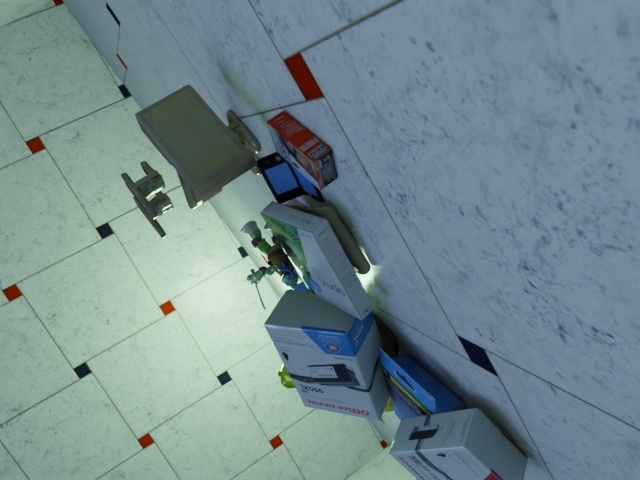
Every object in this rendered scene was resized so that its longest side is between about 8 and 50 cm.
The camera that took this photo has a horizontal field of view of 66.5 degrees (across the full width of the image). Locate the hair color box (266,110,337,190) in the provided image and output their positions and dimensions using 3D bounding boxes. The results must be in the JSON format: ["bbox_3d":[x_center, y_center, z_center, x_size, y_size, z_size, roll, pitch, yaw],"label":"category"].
[{"bbox_3d":[-0.040,-0.193,1.039,0.167,0.053,0.093,43,163,31],"label":"hair color box"}]

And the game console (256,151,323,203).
[{"bbox_3d":[-0.077,-0.147,1.222,0.085,0.124,0.144,-101,-12,-52],"label":"game console"}]

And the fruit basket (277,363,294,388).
[{"bbox_3d":[0.035,0.496,1.898,0.283,0.392,0.392,42,163,39],"label":"fruit basket"}]

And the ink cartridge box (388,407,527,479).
[{"bbox_3d":[0.340,0.543,1.237,0.197,0.114,0.273,44,141,-9],"label":"ink cartridge box"}]

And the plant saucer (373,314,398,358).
[{"bbox_3d":[0.190,0.299,1.576,0.198,0.036,0.198,49,167,15],"label":"plant saucer"}]

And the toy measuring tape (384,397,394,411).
[{"bbox_3d":[0.298,0.633,1.907,0.121,0.121,0.330,57,161,-18],"label":"toy measuring tape"}]

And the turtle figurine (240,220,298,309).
[{"bbox_3d":[-0.161,0.072,1.644,0.266,0.198,0.274,63,179,24],"label":"turtle figurine"}]

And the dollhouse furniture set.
[{"bbox_3d":[-0.316,-0.179,1.329,0.256,0.362,0.394,49,162,14],"label":"dollhouse furniture set"}]

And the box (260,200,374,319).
[{"bbox_3d":[-0.008,0.052,1.276,0.232,0.058,0.321,21,147,49],"label":"box"}]

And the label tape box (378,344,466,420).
[{"bbox_3d":[0.309,0.467,1.441,0.249,0.115,0.347,36,150,50],"label":"label tape box"}]

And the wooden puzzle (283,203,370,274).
[{"bbox_3d":[0.000,0.000,1.297,0.239,0.044,0.220,5,135,55],"label":"wooden puzzle"}]

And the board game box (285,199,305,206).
[{"bbox_3d":[-0.025,-0.017,1.454,0.147,0.045,0.193,35,159,50],"label":"board game box"}]

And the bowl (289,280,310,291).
[{"bbox_3d":[0.005,0.346,2.228,0.391,0.077,0.391,48,166,17],"label":"bowl"}]

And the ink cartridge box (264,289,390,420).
[{"bbox_3d":[0.039,0.358,1.523,0.286,0.166,0.394,0,127,30],"label":"ink cartridge box"}]
